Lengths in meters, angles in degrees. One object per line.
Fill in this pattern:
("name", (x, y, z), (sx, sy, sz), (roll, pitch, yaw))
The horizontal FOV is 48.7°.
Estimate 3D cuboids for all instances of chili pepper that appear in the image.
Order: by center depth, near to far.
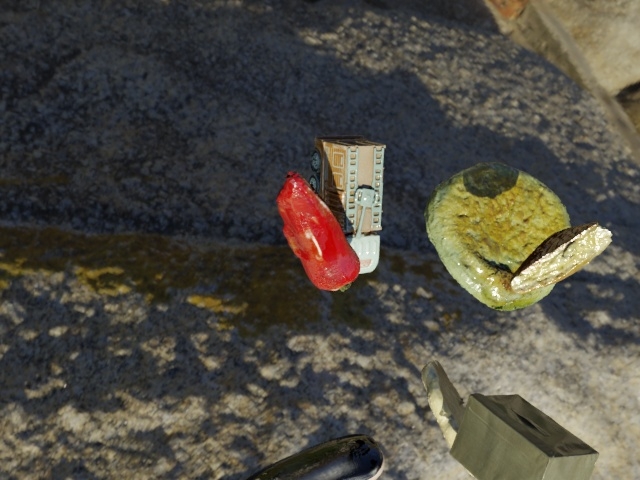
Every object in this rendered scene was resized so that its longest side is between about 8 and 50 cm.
("chili pepper", (0.000, 0.000, 1.352), (0.110, 0.388, 0.110), (-12, 47, 14))

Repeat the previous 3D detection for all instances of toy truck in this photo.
("toy truck", (0.064, -0.073, 1.560), (0.136, 0.306, 0.162), (-4, 14, -25))

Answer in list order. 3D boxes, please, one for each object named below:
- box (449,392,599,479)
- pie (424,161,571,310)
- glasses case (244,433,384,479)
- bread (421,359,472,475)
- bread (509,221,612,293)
("box", (0.403, 0.426, 1.419), (0.148, 0.156, 0.231), (7, 14, -32))
("pie", (0.312, -0.016, 1.234), (0.276, 0.078, 0.277), (8, 64, -17))
("glasses case", (-0.027, 0.467, 1.371), (0.314, 0.075, 0.122), (-23, 28, -3))
("bread", (0.323, 0.430, 1.702), (0.316, 0.054, 0.316), (58, 12, -20))
("bread", (0.321, 0.033, 0.988), (0.136, 0.154, 0.054), (-33, 85, -12))
